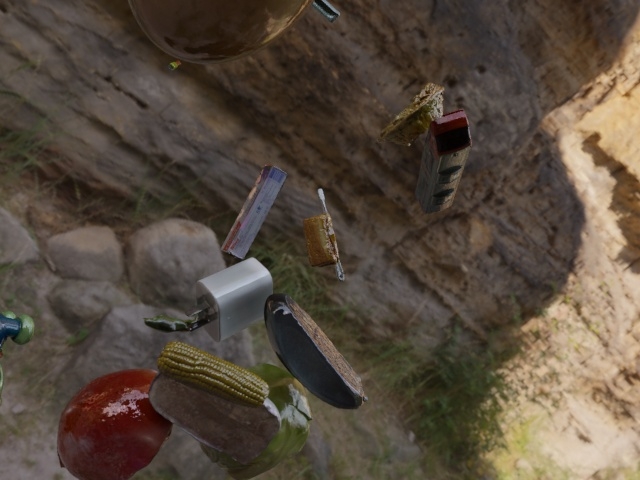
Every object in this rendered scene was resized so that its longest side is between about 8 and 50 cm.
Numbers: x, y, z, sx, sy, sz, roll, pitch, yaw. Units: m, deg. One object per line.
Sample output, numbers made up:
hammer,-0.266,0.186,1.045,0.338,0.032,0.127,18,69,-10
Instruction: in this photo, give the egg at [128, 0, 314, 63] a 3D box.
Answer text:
egg,-0.135,-0.440,0.987,0.301,0.374,0.301,30,11,-7

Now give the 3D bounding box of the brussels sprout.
brussels sprout,-0.177,0.500,1.852,0.247,0.328,0.328,47,5,-23

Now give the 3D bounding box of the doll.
doll,-0.810,0.293,1.516,0.198,0.322,0.186,1,-26,32

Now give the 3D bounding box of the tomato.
tomato,-0.506,0.423,1.575,0.170,0.309,0.309,43,8,-48

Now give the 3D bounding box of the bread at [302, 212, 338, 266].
bread,0.000,0.000,1.626,0.053,0.074,0.132,3,72,-58

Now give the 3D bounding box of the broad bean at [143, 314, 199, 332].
broad bean,-0.442,0.252,2.015,0.195,0.061,0.046,-4,13,-34

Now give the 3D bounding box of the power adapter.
power adapter,-0.271,0.180,1.900,0.124,0.255,0.187,39,-40,37

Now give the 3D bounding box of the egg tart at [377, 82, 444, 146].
egg tart,0.236,-0.304,1.665,0.090,0.212,0.212,50,4,-1

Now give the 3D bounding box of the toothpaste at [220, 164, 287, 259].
toothpaste,-0.131,-0.057,1.322,0.040,0.196,0.047,31,-8,-27

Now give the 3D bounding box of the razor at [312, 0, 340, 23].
razor,-0.071,-0.565,1.420,0.278,0.111,0.056,35,23,-22

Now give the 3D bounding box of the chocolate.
chocolate,-0.236,0.370,1.525,0.303,0.185,0.100,36,20,-6

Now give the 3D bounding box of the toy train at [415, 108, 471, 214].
toy train,0.291,-0.173,1.586,0.409,0.086,0.089,81,-10,-71

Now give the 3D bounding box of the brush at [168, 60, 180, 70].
brush,-0.423,-0.507,1.928,0.019,0.021,0.083,45,18,-15

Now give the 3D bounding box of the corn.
corn,-0.214,0.270,1.327,0.231,0.080,0.080,22,4,0

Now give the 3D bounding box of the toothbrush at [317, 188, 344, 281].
toothbrush,0.027,-0.016,1.790,0.026,0.022,0.263,124,-45,-69

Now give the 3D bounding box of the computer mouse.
computer mouse,-0.030,0.300,1.726,0.374,0.114,0.203,50,7,-3
